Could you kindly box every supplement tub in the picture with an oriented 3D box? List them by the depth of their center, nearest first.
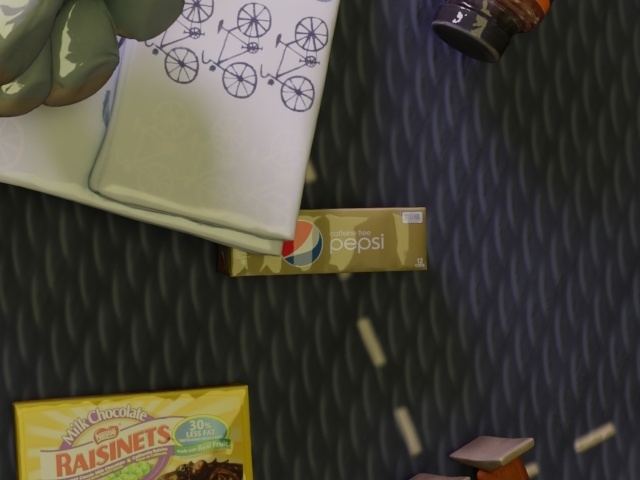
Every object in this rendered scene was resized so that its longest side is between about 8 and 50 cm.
[{"bbox_3d":[0.176,-0.261,1.391,0.106,0.106,0.198,30,83,-15],"label":"supplement tub"}]

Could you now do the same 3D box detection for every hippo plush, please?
[{"bbox_3d":[-0.245,-0.250,1.149,0.236,0.294,0.234,43,65,13],"label":"hippo plush"}]

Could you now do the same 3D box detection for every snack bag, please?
[{"bbox_3d":[-0.157,-0.180,1.301,0.342,0.037,0.323,15,77,-13],"label":"snack bag"}]

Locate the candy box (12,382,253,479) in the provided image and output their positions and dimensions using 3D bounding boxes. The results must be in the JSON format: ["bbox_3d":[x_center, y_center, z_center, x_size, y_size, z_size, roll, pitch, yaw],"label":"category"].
[{"bbox_3d":[-0.162,0.184,1.346,0.206,0.027,0.105,-4,89,-16],"label":"candy box"}]

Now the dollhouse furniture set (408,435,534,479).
[{"bbox_3d":[0.126,0.342,1.401,0.259,0.135,0.262,-28,99,-25],"label":"dollhouse furniture set"}]

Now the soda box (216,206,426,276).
[{"bbox_3d":[0.000,0.000,1.369,0.181,0.061,0.058,-1,92,-16],"label":"soda box"}]
